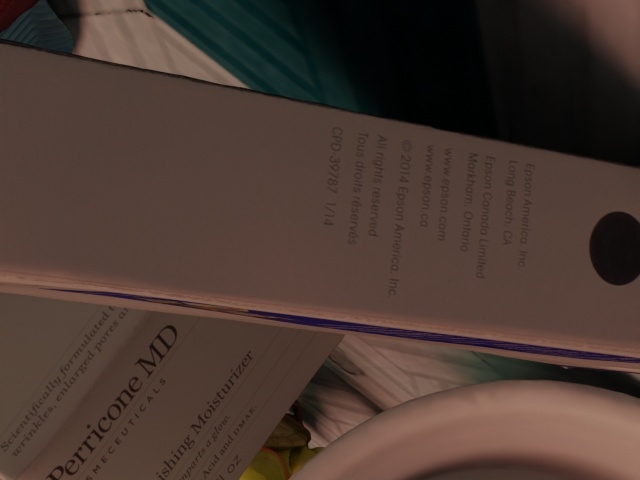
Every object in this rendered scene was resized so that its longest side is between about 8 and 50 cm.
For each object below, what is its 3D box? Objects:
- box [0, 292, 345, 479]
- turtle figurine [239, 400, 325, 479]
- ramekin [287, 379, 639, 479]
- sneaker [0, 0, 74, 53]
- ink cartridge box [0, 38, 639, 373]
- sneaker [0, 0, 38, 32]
[{"bbox_3d":[-0.117,0.055,0.763,0.182,0.181,0.119,16,152,44],"label":"box"},{"bbox_3d":[-0.059,0.132,0.889,0.217,0.270,0.087,169,91,-80],"label":"turtle figurine"},{"bbox_3d":[0.083,0.206,0.655,0.277,0.277,0.135,34,168,6],"label":"ramekin"},{"bbox_3d":[-0.167,-0.110,0.637,0.092,0.087,0.228,54,166,12],"label":"sneaker"},{"bbox_3d":[0.000,0.000,0.482,0.333,0.065,0.165,10,174,-29],"label":"ink cartridge box"},{"bbox_3d":[-0.158,-0.164,0.400,0.116,0.136,0.314,17,153,41],"label":"sneaker"}]
